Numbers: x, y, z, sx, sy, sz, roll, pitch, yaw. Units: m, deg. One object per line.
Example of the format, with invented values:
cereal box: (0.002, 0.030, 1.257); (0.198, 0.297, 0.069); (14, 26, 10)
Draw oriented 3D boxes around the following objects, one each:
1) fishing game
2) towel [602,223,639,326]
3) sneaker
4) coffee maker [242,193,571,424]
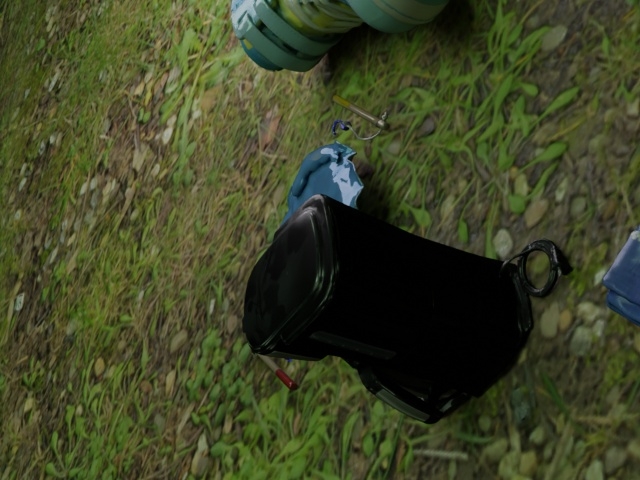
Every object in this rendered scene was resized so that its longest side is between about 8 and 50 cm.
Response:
fishing game: (0.000, 0.000, 1.326); (0.189, 0.041, 0.264); (30, 104, 68)
towel: (0.312, -0.069, 0.856); (0.336, 0.040, 0.243); (-65, 31, 7)
sneaker: (0.010, -0.219, 1.362); (0.208, 0.127, 0.319); (-54, 23, 21)
coffee maker: (0.055, 0.035, 1.070); (0.171, 0.178, 0.120); (-59, 32, 18)
